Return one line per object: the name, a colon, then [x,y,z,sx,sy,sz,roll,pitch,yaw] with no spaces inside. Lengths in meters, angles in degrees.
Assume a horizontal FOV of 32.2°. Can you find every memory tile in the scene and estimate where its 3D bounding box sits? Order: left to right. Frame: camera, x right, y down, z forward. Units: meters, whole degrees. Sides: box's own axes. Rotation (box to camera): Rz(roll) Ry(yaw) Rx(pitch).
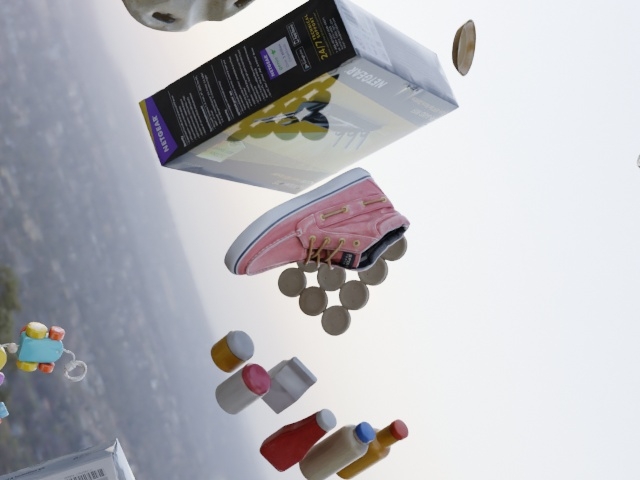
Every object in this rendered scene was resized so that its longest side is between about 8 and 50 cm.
memory tile: [0.025,0.028,1.309,0.113,0.148,0.012,39,5,23]

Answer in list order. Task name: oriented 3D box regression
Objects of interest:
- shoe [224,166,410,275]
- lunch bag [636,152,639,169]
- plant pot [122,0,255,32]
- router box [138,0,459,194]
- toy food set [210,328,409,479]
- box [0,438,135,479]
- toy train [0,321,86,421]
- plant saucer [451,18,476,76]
shoe: [0.000,0.000,1.056,0.081,0.178,0.063,48,-28,22]
lunch bag: [0.488,-0.073,1.217,0.108,0.224,0.279,48,16,-23]
plant pot: [-0.201,-0.452,1.426,0.334,0.334,0.305,93,-27,-69]
router box: [-0.012,-0.150,1.227,0.309,0.243,0.081,7,59,-64]
toy food set: [-0.017,0.185,1.246,0.232,0.104,0.111,47,31,-8]
box: [-0.231,0.298,1.069,0.038,0.145,0.186,-97,167,-74]
toy train: [-0.380,0.164,1.364,0.046,0.166,0.125,45,-21,51]
plant saucer: [0.207,-0.280,1.609,0.083,0.015,0.083,11,90,-68]
